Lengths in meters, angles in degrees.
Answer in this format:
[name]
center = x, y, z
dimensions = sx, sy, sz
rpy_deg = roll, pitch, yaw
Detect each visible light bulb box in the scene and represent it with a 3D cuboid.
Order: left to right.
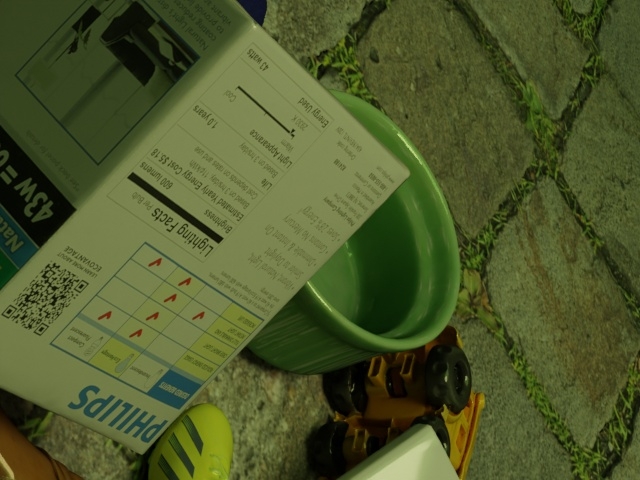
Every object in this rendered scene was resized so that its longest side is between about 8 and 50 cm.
[light bulb box]
center = -0.169, -0.050, 1.665
dimensions = 0.225, 0.361, 0.358
rpy_deg = 46, 3, 29

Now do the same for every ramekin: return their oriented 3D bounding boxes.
[ramekin]
center = 0.000, 0.000, 2.132
dimensions = 0.303, 0.148, 0.303
rpy_deg = 27, 50, -37

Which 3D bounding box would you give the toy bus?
[toy bus]
center = 0.106, 0.236, 2.206
dimensions = 0.211, 0.149, 0.220
rpy_deg = 59, 36, -41

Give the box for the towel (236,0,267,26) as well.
[towel]
center = -0.194, -0.263, 2.099
dimensions = 0.308, 0.076, 0.228
rpy_deg = 38, 53, -37

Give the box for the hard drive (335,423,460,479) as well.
[hard drive]
center = 0.035, 0.355, 1.999
dimensions = 0.307, 0.040, 0.203
rpy_deg = -32, 102, -25

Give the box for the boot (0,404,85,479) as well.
[boot]
center = -0.275, 0.196, 1.741
dimensions = 0.220, 0.109, 0.283
rpy_deg = 20, 47, -56

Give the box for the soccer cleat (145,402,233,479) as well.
[soccer cleat]
center = -0.126, 0.271, 1.880
dimensions = 0.093, 0.121, 0.289
rpy_deg = 49, 40, -26
